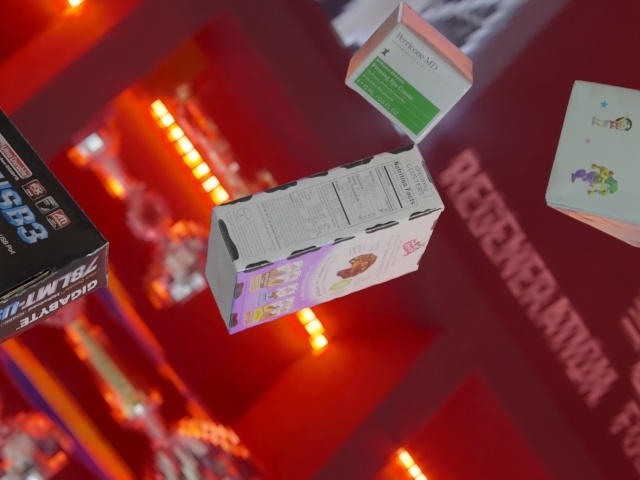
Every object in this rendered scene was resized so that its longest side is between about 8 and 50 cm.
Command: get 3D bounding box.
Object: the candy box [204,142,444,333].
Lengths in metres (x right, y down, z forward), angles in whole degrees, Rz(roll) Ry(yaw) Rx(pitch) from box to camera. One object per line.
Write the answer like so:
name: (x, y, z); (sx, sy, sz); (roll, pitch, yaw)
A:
candy box: (0.000, 0.000, 1.621); (0.196, 0.070, 0.165); (-18, 161, -13)

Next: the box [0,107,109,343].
box: (-0.370, -0.017, 1.433); (0.293, 0.295, 0.073); (-29, 155, -27)

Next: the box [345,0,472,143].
box: (0.091, -0.171, 1.814); (0.087, 0.101, 0.102); (-47, -170, 17)

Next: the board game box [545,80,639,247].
board game box: (0.343, -0.025, 1.267); (0.303, 0.097, 0.224); (13, 179, 26)
